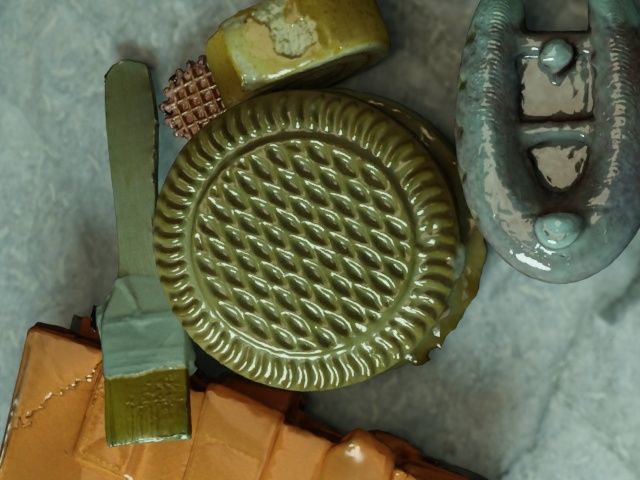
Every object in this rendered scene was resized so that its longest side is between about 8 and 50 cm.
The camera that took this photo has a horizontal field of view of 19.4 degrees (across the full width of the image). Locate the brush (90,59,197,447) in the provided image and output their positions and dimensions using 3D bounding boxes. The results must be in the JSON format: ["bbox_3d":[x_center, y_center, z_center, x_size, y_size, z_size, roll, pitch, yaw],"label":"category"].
[{"bbox_3d":[-0.147,0.004,1.529,0.085,0.020,0.336,-9,69,11],"label":"brush"}]

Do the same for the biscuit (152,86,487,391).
[{"bbox_3d":[0.000,0.000,1.462,0.259,0.079,0.259,2,104,7],"label":"biscuit"}]

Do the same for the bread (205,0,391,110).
[{"bbox_3d":[-0.023,-0.155,1.467,0.149,0.122,0.073,-23,82,22],"label":"bread"}]

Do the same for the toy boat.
[{"bbox_3d":[0.175,-0.081,1.390,0.155,0.085,0.227,0,92,9],"label":"toy boat"}]

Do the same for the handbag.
[{"bbox_3d":[-0.086,0.254,1.545,0.410,0.116,0.303,20,100,20],"label":"handbag"}]

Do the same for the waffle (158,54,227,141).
[{"bbox_3d":[-0.091,-0.111,1.552,0.083,0.029,0.075,32,106,19],"label":"waffle"}]
